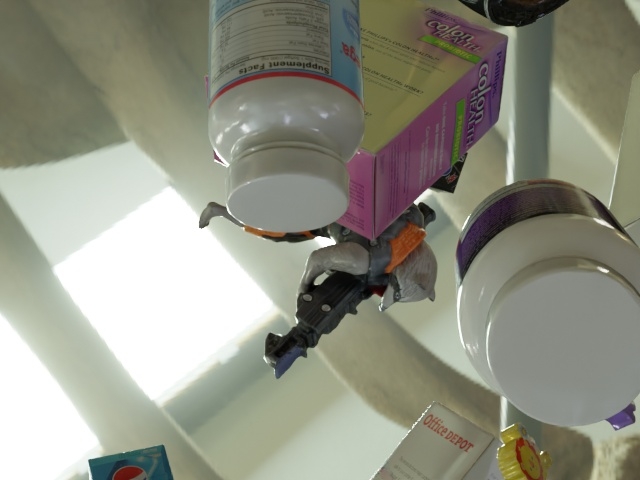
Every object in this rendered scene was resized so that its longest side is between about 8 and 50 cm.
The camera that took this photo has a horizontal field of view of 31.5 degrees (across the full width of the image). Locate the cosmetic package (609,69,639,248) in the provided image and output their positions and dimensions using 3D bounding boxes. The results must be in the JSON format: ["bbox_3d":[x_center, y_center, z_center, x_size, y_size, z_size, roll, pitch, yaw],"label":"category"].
[{"bbox_3d":[0.512,-0.109,1.597,0.160,0.113,0.309,27,-123,-15],"label":"cosmetic package"}]

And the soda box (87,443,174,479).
[{"bbox_3d":[-0.163,0.289,1.043,0.071,0.210,0.067,-10,-142,-14],"label":"soda box"}]

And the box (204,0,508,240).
[{"bbox_3d":[0.040,-0.148,1.192,0.213,0.117,0.243,27,-128,26],"label":"box"}]

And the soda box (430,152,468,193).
[{"bbox_3d":[0.152,-0.098,1.510,0.053,0.060,0.169,19,-177,-2],"label":"soda box"}]

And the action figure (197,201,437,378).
[{"bbox_3d":[0.000,0.000,1.490,0.330,0.178,0.341,29,-121,15],"label":"action figure"}]

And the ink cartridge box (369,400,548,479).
[{"bbox_3d":[0.149,0.363,1.314,0.270,0.197,0.198,-50,-167,-6],"label":"ink cartridge box"}]

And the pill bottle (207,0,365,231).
[{"bbox_3d":[-0.019,-0.090,0.634,0.087,0.087,0.160,-6,-116,9],"label":"pill bottle"}]

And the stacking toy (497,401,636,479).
[{"bbox_3d":[0.222,0.088,0.877,0.167,0.052,0.221,-32,-162,28],"label":"stacking toy"}]

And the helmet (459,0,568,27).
[{"bbox_3d":[0.155,-0.285,0.972,0.169,0.169,0.162,-24,-114,-10],"label":"helmet"}]

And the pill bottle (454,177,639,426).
[{"bbox_3d":[0.129,0.031,0.629,0.108,0.108,0.193,-8,-169,8],"label":"pill bottle"}]
